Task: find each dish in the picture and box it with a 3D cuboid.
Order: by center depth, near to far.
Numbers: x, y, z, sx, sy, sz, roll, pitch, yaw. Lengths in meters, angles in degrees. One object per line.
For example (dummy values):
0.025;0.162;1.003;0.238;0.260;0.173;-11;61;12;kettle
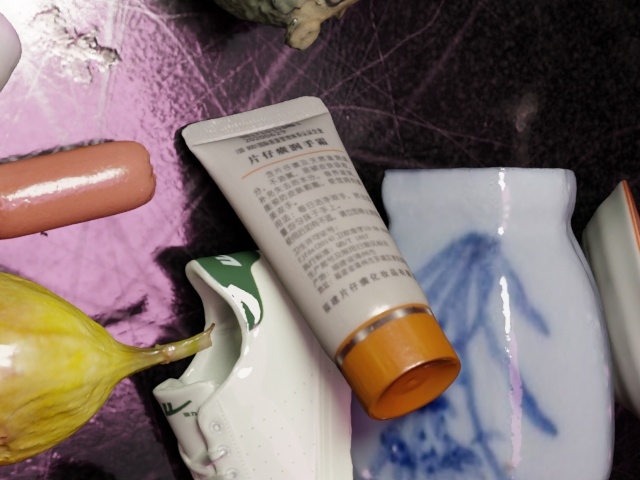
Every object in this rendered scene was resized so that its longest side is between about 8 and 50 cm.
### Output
0.291;0.078;1.245;0.085;0.260;0.260;-17;105;15;dish

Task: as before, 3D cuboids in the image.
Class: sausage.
-0.211;-0.043;1.067;0.154;0.062;0.062;-14;101;-22;sausage

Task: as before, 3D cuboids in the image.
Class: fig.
-0.208;0.093;1.028;0.257;0.159;0.159;-8;99;-17;fig

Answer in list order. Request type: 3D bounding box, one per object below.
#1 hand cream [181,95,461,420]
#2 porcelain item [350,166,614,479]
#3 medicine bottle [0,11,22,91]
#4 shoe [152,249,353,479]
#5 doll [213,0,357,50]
0.000;0.000;1.077;0.140;0.089;0.314;-14;59;-22;hand cream
0.140;0.138;1.146;0.178;0.243;0.405;-4;94;-51;porcelain item
-0.399;-0.041;0.896;0.219;0.219;0.388;36;80;-23;medicine bottle
-0.066;0.182;1.122;0.160;0.132;0.363;6;89;-25;shoe
0.004;-0.332;1.021;0.247;0.247;0.349;6;120;-25;doll
